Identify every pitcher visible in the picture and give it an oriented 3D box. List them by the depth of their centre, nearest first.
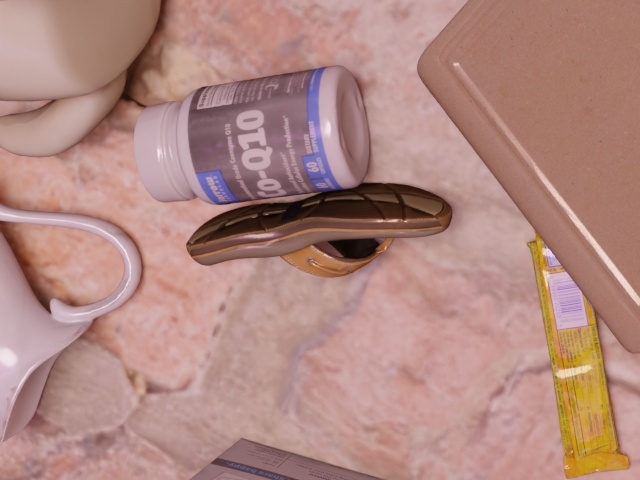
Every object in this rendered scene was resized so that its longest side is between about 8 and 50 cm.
[{"bbox_3d":[-0.247,0.017,0.728,0.207,0.125,0.178,42,87,-2],"label":"pitcher"}]

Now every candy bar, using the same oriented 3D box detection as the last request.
[{"bbox_3d":[0.160,0.070,0.648,0.040,0.018,0.162,-10,94,15],"label":"candy bar"}]

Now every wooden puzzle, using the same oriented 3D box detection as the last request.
[{"bbox_3d":[0.180,-0.082,0.553,0.221,0.044,0.239,55,138,13],"label":"wooden puzzle"}]

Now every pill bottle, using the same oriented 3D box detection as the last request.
[{"bbox_3d":[-0.044,-0.064,0.663,0.137,0.078,0.078,-7,95,19],"label":"pill bottle"}]

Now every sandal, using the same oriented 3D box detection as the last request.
[{"bbox_3d":[0.000,0.000,0.666,0.180,0.072,0.049,-10,110,20],"label":"sandal"}]

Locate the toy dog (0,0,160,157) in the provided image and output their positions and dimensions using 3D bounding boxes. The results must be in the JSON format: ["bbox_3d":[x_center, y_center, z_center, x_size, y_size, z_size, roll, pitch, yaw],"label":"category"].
[{"bbox_3d":[-0.294,-0.263,0.639,0.407,0.285,0.395,19,146,14],"label":"toy dog"}]

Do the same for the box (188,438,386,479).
[{"bbox_3d":[-0.021,0.182,0.632,0.145,0.186,0.038,13,101,16],"label":"box"}]
